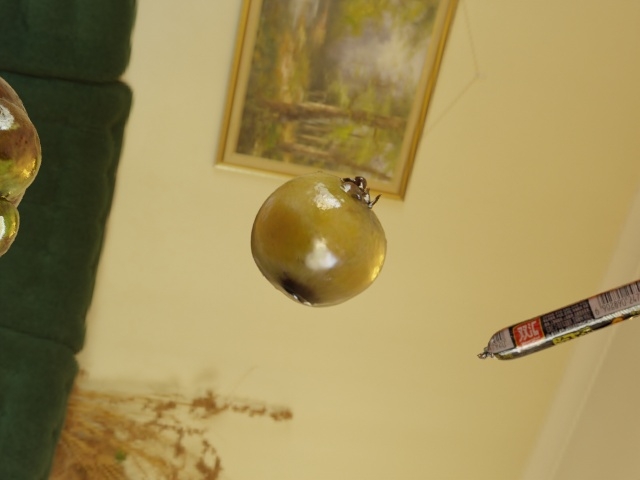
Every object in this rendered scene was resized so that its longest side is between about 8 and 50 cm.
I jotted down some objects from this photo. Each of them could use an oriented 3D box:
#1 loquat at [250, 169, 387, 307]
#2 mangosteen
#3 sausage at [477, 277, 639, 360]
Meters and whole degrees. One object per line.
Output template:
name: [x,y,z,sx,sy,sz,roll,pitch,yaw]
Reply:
loquat: [0.000,0.000,0.890,0.137,0.163,0.163,-95,-163,-63]
mangosteen: [-0.257,-0.042,0.565,0.156,0.181,0.146,-52,164,1]
sausage: [0.199,0.047,0.560,0.025,0.198,0.028,50,26,-36]
